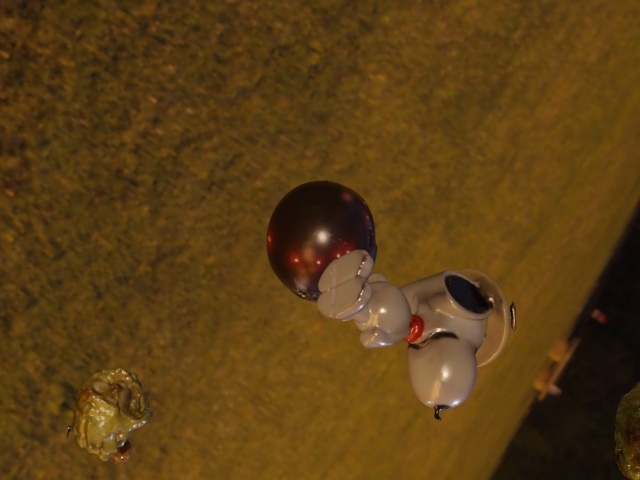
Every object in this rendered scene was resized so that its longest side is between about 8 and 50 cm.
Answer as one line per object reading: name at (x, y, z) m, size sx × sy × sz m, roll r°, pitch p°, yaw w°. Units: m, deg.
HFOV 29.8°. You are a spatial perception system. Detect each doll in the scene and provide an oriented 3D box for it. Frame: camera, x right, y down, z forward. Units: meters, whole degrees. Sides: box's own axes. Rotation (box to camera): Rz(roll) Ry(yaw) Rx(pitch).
doll at (0.126, 0.083, 1.511) m, size 0.144 × 0.271 × 0.208 m, roll -23°, pitch -148°, yaw 39°

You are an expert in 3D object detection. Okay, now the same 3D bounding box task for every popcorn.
popcorn at (-0.401, 0.325, 2.244) m, size 0.173 × 0.142 × 0.173 m, roll -48°, pitch -154°, yaw 33°

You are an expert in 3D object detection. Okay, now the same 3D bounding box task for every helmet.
helmet at (0.000, 0.000, 2.112) m, size 0.193 × 0.189 × 0.216 m, roll 23°, pitch 74°, yaw -72°

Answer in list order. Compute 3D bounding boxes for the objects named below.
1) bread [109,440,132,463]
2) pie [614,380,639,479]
bread at (-0.425, 0.394, 2.487) m, size 0.052 × 0.157 × 0.044 m, roll -40°, pitch 138°, yaw 21°
pie at (0.572, 0.302, 1.790) m, size 0.277 × 0.277 × 0.078 m, roll -47°, pitch 162°, yaw -32°
